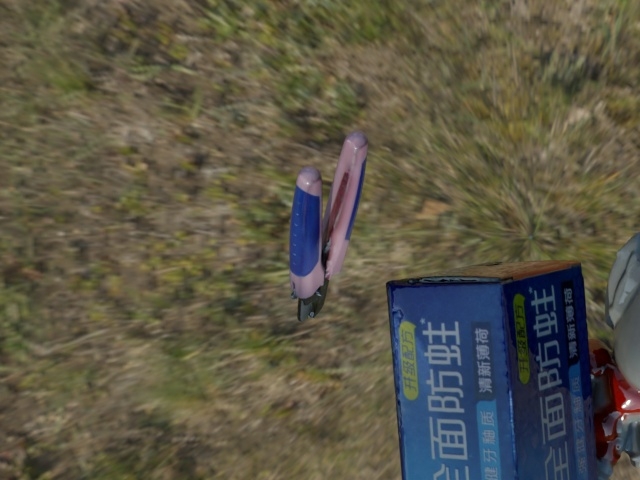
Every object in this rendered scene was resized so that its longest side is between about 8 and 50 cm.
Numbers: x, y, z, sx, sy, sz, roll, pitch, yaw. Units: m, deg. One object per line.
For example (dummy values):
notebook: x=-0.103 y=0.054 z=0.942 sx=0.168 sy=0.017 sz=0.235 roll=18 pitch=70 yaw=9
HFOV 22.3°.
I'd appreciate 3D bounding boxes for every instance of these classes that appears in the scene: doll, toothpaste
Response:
doll: x=0.163 y=0.048 z=0.757 sx=0.094 sy=0.079 sz=0.180 roll=37 pitch=110 yaw=0
toothpaste: x=0.086 y=0.171 z=0.729 sx=0.066 sy=0.076 sz=0.320 roll=-3 pitch=94 yaw=38

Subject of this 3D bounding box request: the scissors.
scissors: x=0.000 y=0.000 z=0.686 sx=0.012 sy=0.113 sz=0.039 roll=38 pitch=56 yaw=21
